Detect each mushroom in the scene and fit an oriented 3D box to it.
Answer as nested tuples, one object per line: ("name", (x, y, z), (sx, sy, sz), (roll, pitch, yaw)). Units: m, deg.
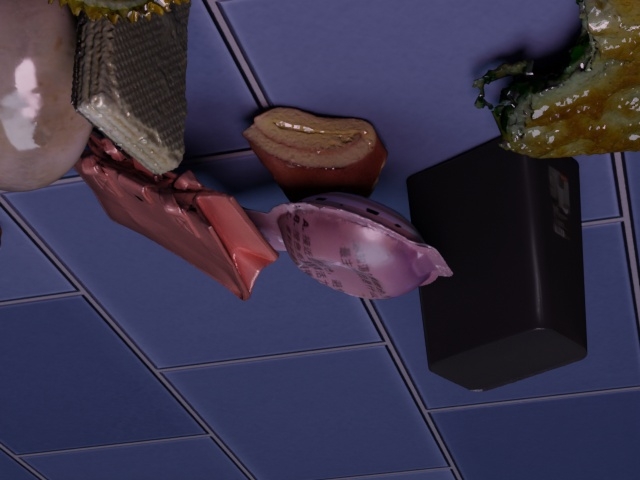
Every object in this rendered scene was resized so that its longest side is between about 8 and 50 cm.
("mushroom", (-0.261, -0.159, 1.206), (0.206, 0.209, 0.206), (24, 150, 15))

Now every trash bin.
("trash bin", (0.185, 0.024, 1.460), (0.165, 0.225, 0.115), (-23, 143, 34))

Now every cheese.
("cheese", (0.000, 0.000, 1.433), (0.286, 0.074, 0.189), (10, 157, 31))

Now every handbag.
("handbag", (-0.154, -0.033, 1.413), (0.212, 0.059, 0.157), (27, 163, 31))

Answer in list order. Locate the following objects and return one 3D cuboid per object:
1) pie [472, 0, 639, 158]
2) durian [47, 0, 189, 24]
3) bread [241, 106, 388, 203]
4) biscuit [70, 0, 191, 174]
("pie", (0.320, -0.170, 1.274), (0.297, 0.078, 0.371), (9, 150, -16))
("durian", (-0.148, -0.277, 1.027), (0.237, 0.138, 0.193), (49, 130, 1))
("bread", (0.007, -0.074, 1.441), (0.119, 0.067, 0.192), (-12, 149, 19))
("biscuit", (-0.150, -0.163, 1.146), (0.041, 0.199, 0.121), (-15, 147, 22))
